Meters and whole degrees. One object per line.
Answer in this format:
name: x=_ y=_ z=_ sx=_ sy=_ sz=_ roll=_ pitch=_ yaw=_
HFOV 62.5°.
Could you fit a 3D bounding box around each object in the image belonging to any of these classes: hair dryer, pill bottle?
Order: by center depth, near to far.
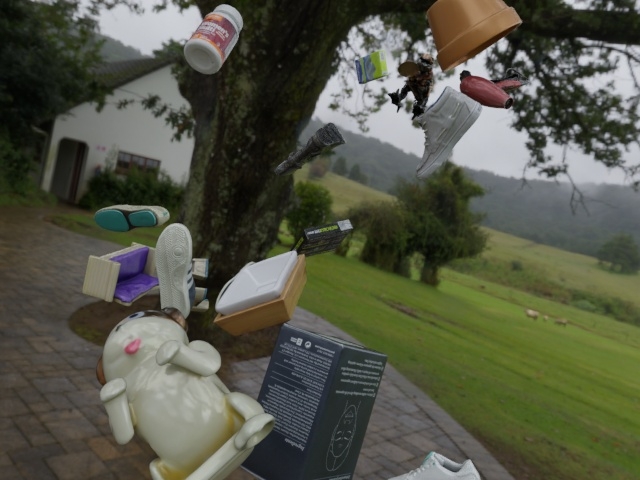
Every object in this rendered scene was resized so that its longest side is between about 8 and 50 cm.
hair dryer: x=0.550 y=-0.490 z=1.653 sx=0.224 sy=0.080 sz=0.293 roll=0 pitch=39 yaw=13
pill bottle: x=-0.329 y=-0.634 z=1.653 sx=0.121 sy=0.221 sz=0.121 roll=13 pitch=-33 yaw=9

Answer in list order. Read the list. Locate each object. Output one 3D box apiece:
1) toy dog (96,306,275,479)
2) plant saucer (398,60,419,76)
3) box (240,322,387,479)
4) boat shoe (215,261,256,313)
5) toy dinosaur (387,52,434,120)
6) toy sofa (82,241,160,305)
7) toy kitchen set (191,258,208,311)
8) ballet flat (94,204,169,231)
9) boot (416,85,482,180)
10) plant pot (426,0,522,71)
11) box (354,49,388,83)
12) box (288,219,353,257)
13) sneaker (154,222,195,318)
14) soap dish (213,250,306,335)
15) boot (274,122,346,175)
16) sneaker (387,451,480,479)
toy dog: x=-0.310 y=0.324 z=1.156 sx=0.408 sy=0.284 sz=0.395 roll=47 pitch=-3 yaw=15
plant saucer: x=0.352 y=-0.690 z=2.114 sx=0.084 sy=0.015 sz=0.083 roll=4 pitch=-29 yaw=2
box: x=-0.010 y=0.466 z=1.478 sx=0.212 sy=0.395 sz=0.293 roll=12 pitch=-10 yaw=34
boat shoe: x=-0.288 y=0.176 z=1.913 sx=0.079 sy=0.233 sz=0.084 roll=24 pitch=-29 yaw=36
toy dinosaur: x=0.418 y=-0.631 z=2.213 sx=0.164 sy=0.218 sz=0.322 roll=23 pitch=-19 yaw=35
toy sofa: x=-0.730 y=0.120 z=2.024 sx=0.177 sy=0.150 sz=0.362 roll=16 pitch=9 yaw=4
toy kitchen set: x=-0.497 y=0.184 z=2.161 sx=0.122 sy=0.166 sz=0.207 roll=11 pitch=-26 yaw=-27
ballet flat: x=-0.561 y=-0.072 z=1.586 sx=0.249 sy=0.086 sz=0.086 roll=2 pitch=-1 yaw=23
boot: x=0.306 y=-0.289 z=1.421 sx=0.123 sy=0.258 sz=0.095 roll=32 pitch=31 yaw=-6
plant pot: x=0.492 y=-0.733 z=1.774 sx=0.291 sy=0.203 sz=0.291 roll=-31 pitch=5 yaw=3
box: x=0.214 y=-0.747 z=2.291 sx=0.042 sy=0.108 sz=0.178 roll=-15 pitch=10 yaw=-34
box: x=0.000 y=0.000 z=1.916 sx=0.191 sy=0.045 sz=0.184 roll=-14 pitch=-19 yaw=-27
sneaker: x=-0.517 y=0.111 z=1.911 sx=0.131 sy=0.349 sz=0.148 roll=3 pitch=4 yaw=0
soap dish: x=-0.166 y=0.158 z=1.583 sx=0.229 sy=0.118 sz=0.291 roll=-20 pitch=19 yaw=18
boot: x=-0.041 y=-0.326 z=1.941 sx=0.229 sy=0.091 sz=0.263 roll=-34 pitch=-2 yaw=30
sneaker: x=0.223 y=0.480 z=1.079 sx=0.212 sy=0.094 sz=0.080 roll=-16 pitch=-1 yaw=30
